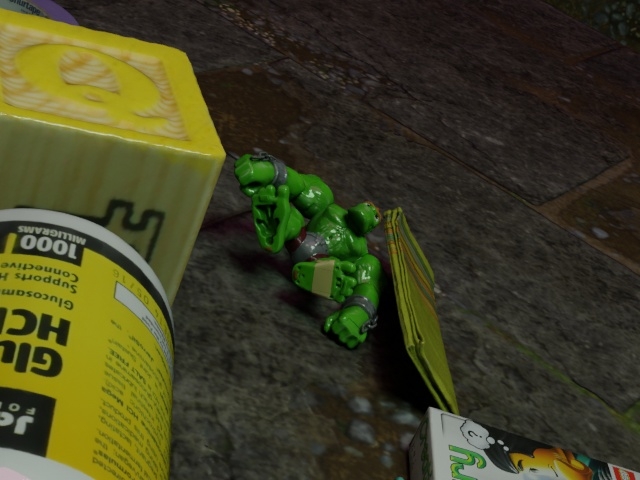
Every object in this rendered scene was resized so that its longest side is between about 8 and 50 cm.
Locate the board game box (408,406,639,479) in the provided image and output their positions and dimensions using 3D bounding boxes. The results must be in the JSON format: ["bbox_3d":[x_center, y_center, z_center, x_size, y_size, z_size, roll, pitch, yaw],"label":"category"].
[{"bbox_3d":[0.164,0.255,0.823,0.193,0.053,0.305,18,28,-8],"label":"board game box"}]

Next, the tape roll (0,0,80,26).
[{"bbox_3d":[-0.354,-0.209,1.230,0.189,0.080,0.189,18,29,-10],"label":"tape roll"}]

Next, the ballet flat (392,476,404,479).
[{"bbox_3d":[-0.004,0.255,0.675,0.106,0.107,0.316,50,38,7],"label":"ballet flat"}]

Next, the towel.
[{"bbox_3d":[0.096,0.064,1.084,0.102,0.021,0.237,57,14,-27],"label":"towel"}]

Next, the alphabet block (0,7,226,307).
[{"bbox_3d":[-0.207,-0.048,0.927,0.193,0.197,0.192,8,30,-25],"label":"alphabet block"}]

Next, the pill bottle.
[{"bbox_3d":[-0.176,0.138,0.631,0.188,0.188,0.334,15,28,-15],"label":"pill bottle"}]

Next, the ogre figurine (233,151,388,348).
[{"bbox_3d":[0.000,0.000,1.101,0.197,0.097,0.118,38,23,15],"label":"ogre figurine"}]
